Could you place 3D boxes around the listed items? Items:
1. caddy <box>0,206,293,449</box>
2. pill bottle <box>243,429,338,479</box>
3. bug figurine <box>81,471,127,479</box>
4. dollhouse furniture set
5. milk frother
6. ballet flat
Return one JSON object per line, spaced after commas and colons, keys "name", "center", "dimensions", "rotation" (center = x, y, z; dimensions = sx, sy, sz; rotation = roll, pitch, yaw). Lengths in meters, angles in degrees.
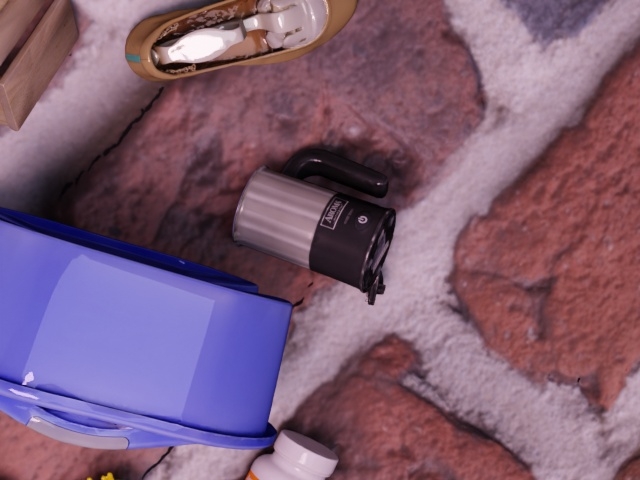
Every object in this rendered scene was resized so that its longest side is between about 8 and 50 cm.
{"name": "caddy", "center": [-0.190, 0.093, 1.176], "dimensions": [0.341, 0.241, 0.179], "rotation": [17, 90, -19]}
{"name": "pill bottle", "center": [-0.045, 0.269, 1.337], "dimensions": [0.086, 0.086, 0.152], "rotation": [26, 93, -20]}
{"name": "bug figurine", "center": [-0.259, 0.326, 1.290], "dimensions": [0.216, 0.072, 0.279], "rotation": [-17, 111, -6]}
{"name": "dollhouse furniture set", "center": [-0.313, -0.202, 1.153], "dimensions": [0.151, 0.144, 0.123], "rotation": [15, 54, 13]}
{"name": "milk frother", "center": [0.000, 0.000, 1.293], "dimensions": [0.135, 0.129, 0.143], "rotation": [20, 130, 14]}
{"name": "ballet flat", "center": [-0.063, -0.192, 1.238], "dimensions": [0.232, 0.073, 0.080], "rotation": [-20, 107, -12]}
